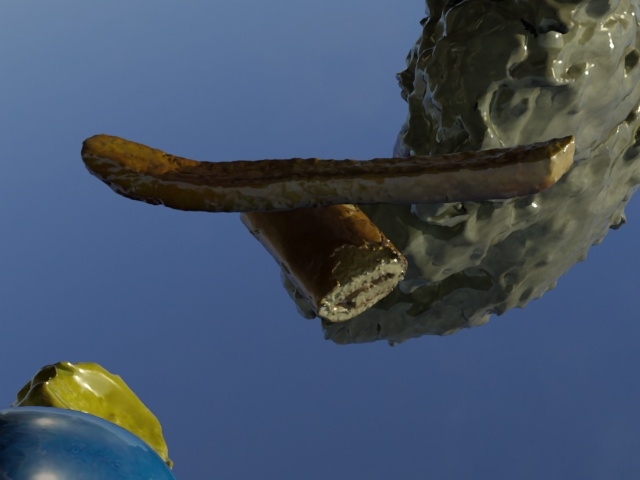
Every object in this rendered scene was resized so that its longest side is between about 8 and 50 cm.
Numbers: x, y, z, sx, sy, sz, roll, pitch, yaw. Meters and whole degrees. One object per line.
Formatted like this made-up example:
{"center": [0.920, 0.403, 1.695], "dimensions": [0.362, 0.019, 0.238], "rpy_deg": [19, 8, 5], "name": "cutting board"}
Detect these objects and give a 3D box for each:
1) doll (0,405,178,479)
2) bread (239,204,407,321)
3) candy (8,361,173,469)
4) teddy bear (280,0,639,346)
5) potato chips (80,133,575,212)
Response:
{"center": [-0.120, 0.189, 0.517], "dimensions": [0.215, 0.161, 0.257], "rpy_deg": [-40, -145, 46], "name": "doll"}
{"center": [0.000, 0.000, 0.605], "dimensions": [0.047, 0.036, 0.083], "rpy_deg": [-37, -130, -4], "name": "bread"}
{"center": [-0.176, 0.171, 0.790], "dimensions": [0.199, 0.106, 0.094], "rpy_deg": [-50, 178, 18], "name": "candy"}
{"center": [0.127, -0.100, 0.944], "dimensions": [0.224, 0.367, 0.357], "rpy_deg": [32, -110, 20], "name": "teddy bear"}
{"center": [0.002, -0.029, 0.551], "dimensions": [0.204, 0.037, 0.026], "rpy_deg": [2, -139, 10], "name": "potato chips"}
